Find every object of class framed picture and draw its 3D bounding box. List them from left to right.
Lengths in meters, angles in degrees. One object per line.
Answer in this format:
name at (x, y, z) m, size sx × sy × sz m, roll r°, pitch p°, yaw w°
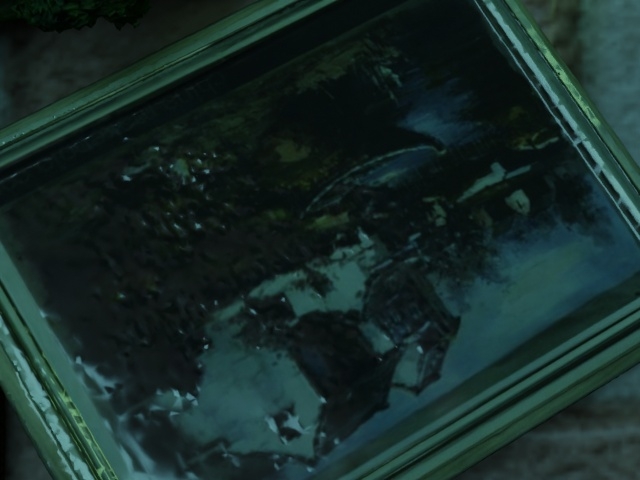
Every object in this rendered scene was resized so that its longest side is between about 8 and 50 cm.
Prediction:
framed picture at (0.000, 0.000, 0.693) m, size 0.296 × 0.019 × 0.232 m, roll -30°, pitch 76°, yaw -16°

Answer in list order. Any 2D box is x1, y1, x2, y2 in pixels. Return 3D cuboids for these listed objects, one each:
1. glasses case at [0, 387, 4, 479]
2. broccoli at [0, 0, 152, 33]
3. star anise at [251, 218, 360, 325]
glasses case at (-0.182, 0.077, 0.733) m, size 0.079 × 0.064 × 0.234 m, roll -2°, pitch 78°, yaw 1°
broccoli at (-0.140, -0.171, 0.698) m, size 0.270 × 0.270 × 0.270 m, roll 43°, pitch 124°, yaw 14°
star anise at (-0.013, 0.043, 0.717) m, size 0.212 × 0.053 × 0.157 m, roll 16°, pitch 83°, yaw 13°
